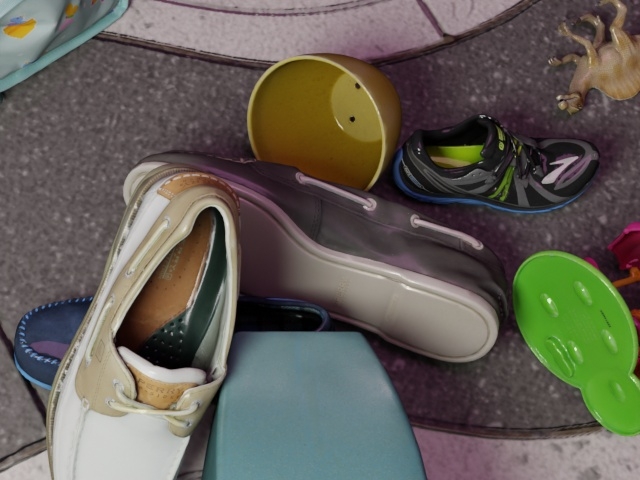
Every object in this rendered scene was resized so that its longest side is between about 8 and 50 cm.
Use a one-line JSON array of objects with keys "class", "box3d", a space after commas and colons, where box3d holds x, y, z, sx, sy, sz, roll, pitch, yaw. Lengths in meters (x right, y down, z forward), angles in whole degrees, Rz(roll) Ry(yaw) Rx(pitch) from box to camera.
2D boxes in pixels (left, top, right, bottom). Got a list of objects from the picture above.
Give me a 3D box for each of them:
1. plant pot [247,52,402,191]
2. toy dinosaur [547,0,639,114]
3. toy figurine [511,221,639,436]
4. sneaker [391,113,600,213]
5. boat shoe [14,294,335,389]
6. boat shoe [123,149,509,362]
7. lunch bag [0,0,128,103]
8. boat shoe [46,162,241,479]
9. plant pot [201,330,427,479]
[{"class": "plant pot", "box3d": [0.018, -0.105, 1.659, 0.134, 0.134, 0.095, 39, 33, 12]}, {"class": "toy dinosaur", "box3d": [0.278, -0.179, 1.798, 0.183, 0.053, 0.093, -30, 85, -17]}, {"class": "toy figurine", "box3d": [0.272, 0.054, 1.627, 0.159, 0.130, 0.173, -31, 92, -35]}, {"class": "sneaker", "box3d": [0.158, -0.068, 1.682, 0.188, 0.078, 0.067, 1, 60, -11]}, {"class": "boat shoe", "box3d": [-0.116, 0.065, 1.541, 0.258, 0.089, 0.109, -5, 61, -12]}, {"class": "boat shoe", "box3d": [0.000, 0.000, 1.603, 0.335, 0.112, 0.095, 23, 41, -4]}, {"class": "lunch bag", "box3d": [-0.314, -0.239, 1.642, 0.223, 0.160, 0.262, 39, 55, 11]}, {"class": "boat shoe", "box3d": [-0.131, 0.094, 1.428, 0.113, 0.103, 0.302, 10, 97, -18]}, {"class": "plant pot", "box3d": [-0.014, 0.193, 1.452, 0.165, 0.165, 0.234, 0, 53, -12]}]
